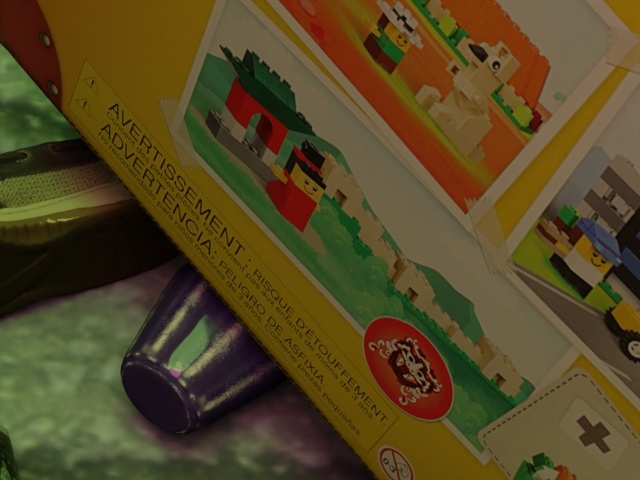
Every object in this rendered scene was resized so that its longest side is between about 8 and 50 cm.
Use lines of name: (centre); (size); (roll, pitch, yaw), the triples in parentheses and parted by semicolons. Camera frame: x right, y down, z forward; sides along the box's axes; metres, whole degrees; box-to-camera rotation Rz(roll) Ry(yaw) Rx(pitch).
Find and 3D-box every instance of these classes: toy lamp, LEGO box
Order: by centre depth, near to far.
LEGO box: (0.117, -0.060, 0.614); (0.193, 0.372, 0.500); (-33, 76, -36)
toy lamp: (0.000, 0.000, 0.810); (0.080, 0.080, 0.275); (33, 50, 17)

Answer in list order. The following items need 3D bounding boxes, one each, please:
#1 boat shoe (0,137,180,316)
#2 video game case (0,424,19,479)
boat shoe: (-0.173, -0.008, 0.788); (0.223, 0.080, 0.073); (-13, 48, -27)
video game case: (-0.169, 0.117, 0.618); (0.022, 0.190, 0.173); (-28, 54, 9)
